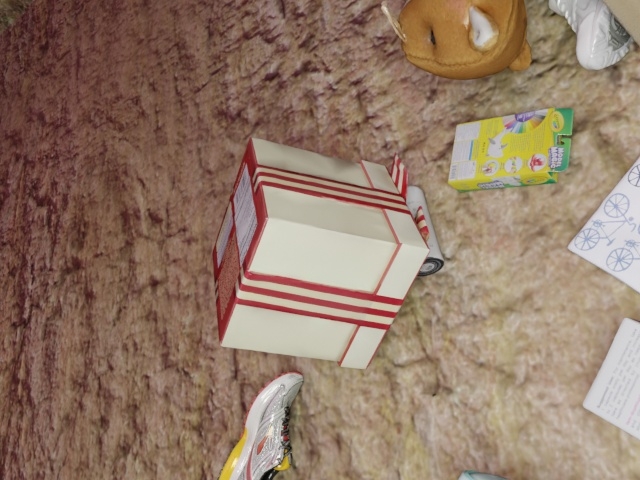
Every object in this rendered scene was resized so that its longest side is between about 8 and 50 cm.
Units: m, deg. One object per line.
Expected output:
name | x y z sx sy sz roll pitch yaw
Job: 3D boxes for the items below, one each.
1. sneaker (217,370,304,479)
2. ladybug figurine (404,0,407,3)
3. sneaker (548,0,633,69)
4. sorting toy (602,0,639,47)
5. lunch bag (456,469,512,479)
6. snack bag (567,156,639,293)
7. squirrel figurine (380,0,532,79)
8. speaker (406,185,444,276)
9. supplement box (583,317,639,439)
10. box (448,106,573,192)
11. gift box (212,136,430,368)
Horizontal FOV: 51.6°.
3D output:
sneaker | -0.074 0.315 1.049 0.093 0.088 0.225 20 83 24
ladybug figurine | 0.255 -0.582 1.122 0.305 0.162 0.449 4 73 42
sneaker | 0.386 -0.334 0.957 0.115 0.090 0.232 -8 57 46
sorting toy | 0.417 -0.370 0.780 0.229 0.307 0.041 -58 34 4
lunch bag | 0.245 0.322 0.625 0.224 0.279 0.107 26 88 55
snack bag | 0.504 -0.027 0.731 0.323 0.037 0.342 -52 46 8
squirrel figurine | 0.232 -0.408 0.847 0.397 0.281 0.370 -10 85 26
speaker | 0.147 -0.016 1.021 0.055 0.055 0.136 -30 53 27
supplement box | 0.400 0.176 0.658 0.220 0.111 0.113 27 99 46
box | 0.281 -0.132 0.970 0.179 0.043 0.105 -3 68 42
gift box | 0.000 0.000 0.963 0.276 0.258 0.255 -101 30 -49
